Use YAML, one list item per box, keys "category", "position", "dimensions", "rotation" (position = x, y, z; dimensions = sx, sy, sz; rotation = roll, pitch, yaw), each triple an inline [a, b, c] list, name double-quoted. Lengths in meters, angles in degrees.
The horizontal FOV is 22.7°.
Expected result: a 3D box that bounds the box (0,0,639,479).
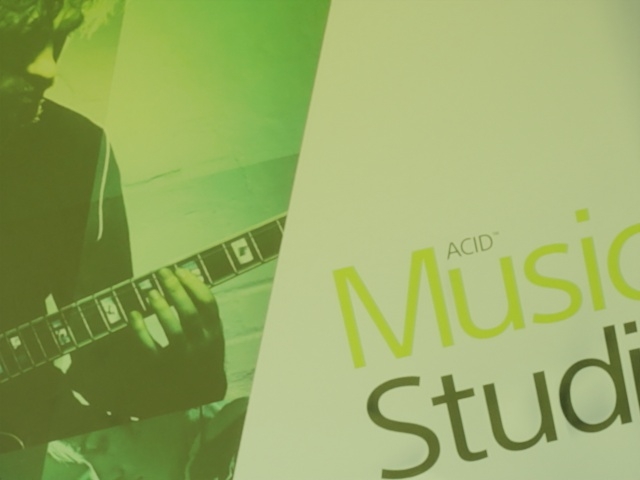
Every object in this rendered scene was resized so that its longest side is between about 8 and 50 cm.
- category: "box"
  position: [0.000, 0.000, 0.453]
  dimensions: [0.232, 0.058, 0.322]
  rotation: [-14, 104, -2]
